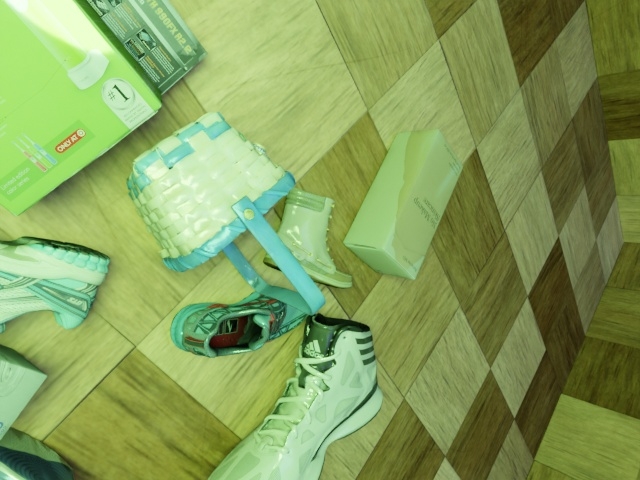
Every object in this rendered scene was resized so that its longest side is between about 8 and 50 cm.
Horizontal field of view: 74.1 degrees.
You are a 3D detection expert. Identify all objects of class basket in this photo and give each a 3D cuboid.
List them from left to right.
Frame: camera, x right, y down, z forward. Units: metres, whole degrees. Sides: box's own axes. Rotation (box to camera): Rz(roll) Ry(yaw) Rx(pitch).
[{"bbox_3d":[-0.127,-0.021,0.608,0.201,0.254,0.289,-39,109,-23],"label":"basket"}]

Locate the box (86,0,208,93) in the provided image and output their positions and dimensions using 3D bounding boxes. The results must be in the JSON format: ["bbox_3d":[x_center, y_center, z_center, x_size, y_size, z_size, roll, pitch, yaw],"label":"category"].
[{"bbox_3d":[-0.293,-0.290,0.560,0.183,0.056,0.231,-54,126,-22],"label":"box"}]

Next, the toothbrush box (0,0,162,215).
[{"bbox_3d":[-0.341,-0.203,0.437,0.206,0.122,0.283,-38,123,1],"label":"toothbrush box"}]

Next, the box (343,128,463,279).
[{"bbox_3d":[0.193,-0.084,0.964,0.148,0.121,0.311,38,70,-38],"label":"box"}]

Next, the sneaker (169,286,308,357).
[{"bbox_3d":[-0.110,0.151,0.727,0.261,0.125,0.104,-9,102,-40],"label":"sneaker"}]

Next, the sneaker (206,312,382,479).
[{"bbox_3d":[-0.050,0.279,0.763,0.447,0.169,0.258,-26,117,-46],"label":"sneaker"}]

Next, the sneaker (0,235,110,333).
[{"bbox_3d":[-0.395,0.048,0.477,0.283,0.110,0.122,15,85,-41],"label":"sneaker"}]

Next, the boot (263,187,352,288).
[{"bbox_3d":[0.000,0.000,0.839,0.213,0.077,0.165,23,78,-37],"label":"boot"}]

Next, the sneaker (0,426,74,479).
[{"bbox_3d":[-0.455,0.294,0.459,0.315,0.127,0.182,41,73,-29],"label":"sneaker"}]

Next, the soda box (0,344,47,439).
[{"bbox_3d":[-0.434,0.113,0.410,0.091,0.098,0.286,-61,144,-21],"label":"soda box"}]
